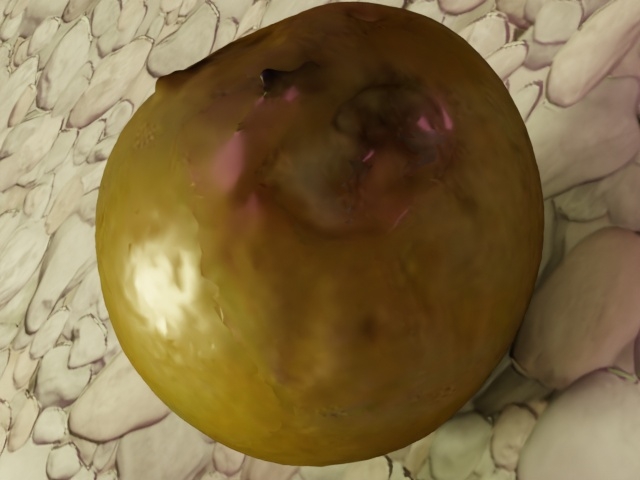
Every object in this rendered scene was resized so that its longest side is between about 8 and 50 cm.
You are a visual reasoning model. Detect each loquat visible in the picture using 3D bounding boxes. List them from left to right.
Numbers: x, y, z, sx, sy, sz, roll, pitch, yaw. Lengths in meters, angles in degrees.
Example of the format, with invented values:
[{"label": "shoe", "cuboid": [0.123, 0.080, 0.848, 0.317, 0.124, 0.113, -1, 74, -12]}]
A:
[{"label": "loquat", "cuboid": [0.000, 0.000, 0.974, 0.244, 0.244, 0.244, -34, 37, 30]}]
